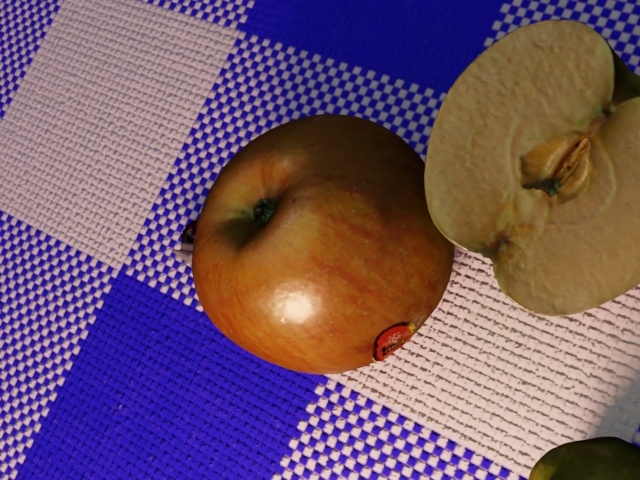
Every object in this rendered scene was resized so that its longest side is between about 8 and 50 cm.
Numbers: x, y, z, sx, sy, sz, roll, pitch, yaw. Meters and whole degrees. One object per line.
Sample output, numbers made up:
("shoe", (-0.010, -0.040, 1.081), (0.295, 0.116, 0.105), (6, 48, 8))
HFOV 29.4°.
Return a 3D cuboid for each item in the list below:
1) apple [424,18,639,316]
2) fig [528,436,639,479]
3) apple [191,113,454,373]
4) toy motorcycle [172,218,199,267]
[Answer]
("apple", (0.328, -0.096, 1.681), (0.360, 0.312, 0.320), (-51, 34, 4))
("fig", (0.333, 0.331, 1.518), (0.206, 0.275, 0.206), (-13, 63, 28))
("apple", (0.000, 0.000, 1.817), (0.400, 0.333, 0.400), (-10, 63, 19))
("toy motorcycle", (-0.171, 0.049, 2.069), (0.215, 0.080, 0.122), (31, 85, 36))
